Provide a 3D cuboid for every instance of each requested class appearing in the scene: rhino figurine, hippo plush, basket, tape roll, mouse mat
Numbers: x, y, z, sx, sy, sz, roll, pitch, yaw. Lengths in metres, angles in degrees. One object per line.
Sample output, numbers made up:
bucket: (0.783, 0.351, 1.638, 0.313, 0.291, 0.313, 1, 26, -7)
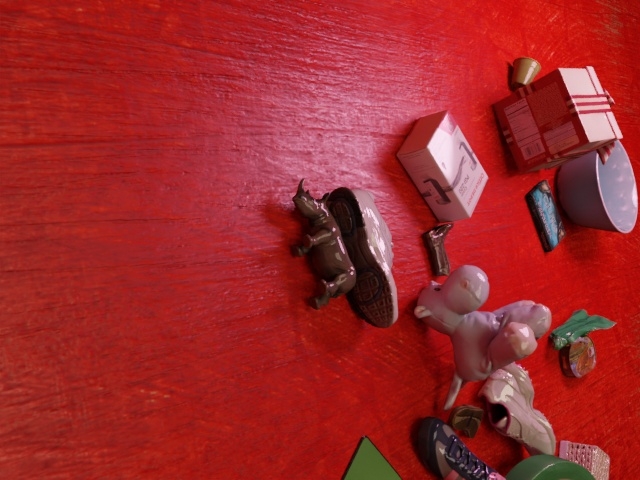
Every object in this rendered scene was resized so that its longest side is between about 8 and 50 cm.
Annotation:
rhino figurine: (0.000, 0.000, 1.327, 0.106, 0.073, 0.243, -21, 95, -43)
hippo plush: (0.337, 0.171, 1.569, 0.236, 0.294, 0.234, 49, 34, 5)
basket: (0.719, 0.646, 1.924, 0.113, 0.103, 0.167, 39, 55, -36)
tape roll: (0.542, 0.679, 1.675, 0.321, 0.077, 0.321, 1, 88, -29)
mouse mat: (0.104, 0.497, 1.376, 0.189, 0.007, 0.152, 55, 48, -25)

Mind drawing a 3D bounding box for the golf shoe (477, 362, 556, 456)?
golf shoe: (0.476, 0.442, 1.726, 0.140, 0.115, 0.306, -36, 108, -27)

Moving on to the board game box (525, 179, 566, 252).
board game box: (0.670, -0.074, 2.087, 0.126, 0.026, 0.186, -36, 107, -44)

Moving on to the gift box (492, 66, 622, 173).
gift box: (0.672, -0.317, 1.983, 0.258, 0.255, 0.276, -15, 87, -45)

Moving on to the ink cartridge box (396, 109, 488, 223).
ink cartridge box: (0.292, -0.172, 1.661, 0.218, 0.092, 0.158, 54, 48, -26)

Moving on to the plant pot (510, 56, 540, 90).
plant pot: (0.596, -0.483, 2.068, 0.083, 0.083, 0.079, 36, 69, -36)

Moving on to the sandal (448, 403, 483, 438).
sandal: (0.324, 0.402, 1.594, 0.180, 0.049, 0.072, 33, 82, -52)

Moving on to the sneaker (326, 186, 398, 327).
sneaker: (0.108, 0.029, 1.414, 0.129, 0.111, 0.297, -19, 96, -53)

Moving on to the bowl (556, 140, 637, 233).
bowl: (0.855, -0.163, 2.202, 0.312, 0.163, 0.311, 12, 73, -44)

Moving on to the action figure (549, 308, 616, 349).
action figure: (0.735, 0.267, 2.032, 0.232, 0.137, 0.063, -16, 106, -39)

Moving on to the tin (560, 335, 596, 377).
tin: (0.767, 0.344, 2.092, 0.190, 0.040, 0.106, -8, 91, -47)

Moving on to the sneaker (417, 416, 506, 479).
sneaker: (0.329, 0.496, 1.522, 0.319, 0.131, 0.112, 53, 49, -24)

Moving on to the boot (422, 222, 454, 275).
boot: (0.293, 0.022, 1.657, 0.106, 0.037, 0.114, -24, 96, -33)
